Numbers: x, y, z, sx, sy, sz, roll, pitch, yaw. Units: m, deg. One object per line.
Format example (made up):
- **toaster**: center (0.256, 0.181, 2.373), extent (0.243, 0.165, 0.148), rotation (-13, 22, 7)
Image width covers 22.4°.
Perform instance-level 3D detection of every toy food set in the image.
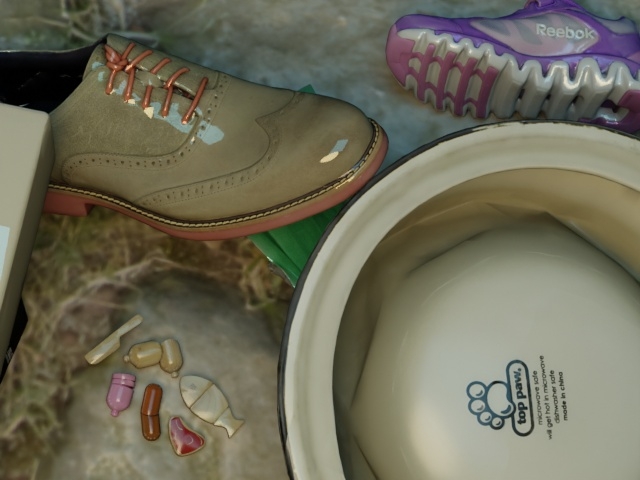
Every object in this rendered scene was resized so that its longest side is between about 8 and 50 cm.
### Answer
- **toy food set**: center (-0.127, 0.123, 1.276), extent (0.078, 0.019, 0.122), rotation (-39, 86, -16)

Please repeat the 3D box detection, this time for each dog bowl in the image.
- **dog bowl**: center (0.157, 0.123, 1.202), extent (0.408, 0.150, 0.407), rotation (2, 79, -11)

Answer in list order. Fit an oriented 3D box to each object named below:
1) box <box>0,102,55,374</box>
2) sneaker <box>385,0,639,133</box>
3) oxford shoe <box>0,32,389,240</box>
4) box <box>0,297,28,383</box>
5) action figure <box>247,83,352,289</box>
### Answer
- **box**: center (-0.264, 0.041, 1.094), extent (0.113, 0.094, 0.275), rotation (13, 71, -1)
- **sneaker**: center (0.172, -0.161, 1.367), extent (0.236, 0.095, 0.104), rotation (9, 64, -7)
- **oxford shoe**: center (-0.121, -0.086, 1.210), extent (0.348, 0.130, 0.123), rotation (1, 48, 25)
- **box**: center (-0.322, 0.043, 1.217), extent (0.180, 0.147, 0.077), rotation (20, 71, 3)
- **action figure**: center (0.000, 0.000, 1.305), extent (0.137, 0.063, 0.232), rotation (-32, 78, -16)
